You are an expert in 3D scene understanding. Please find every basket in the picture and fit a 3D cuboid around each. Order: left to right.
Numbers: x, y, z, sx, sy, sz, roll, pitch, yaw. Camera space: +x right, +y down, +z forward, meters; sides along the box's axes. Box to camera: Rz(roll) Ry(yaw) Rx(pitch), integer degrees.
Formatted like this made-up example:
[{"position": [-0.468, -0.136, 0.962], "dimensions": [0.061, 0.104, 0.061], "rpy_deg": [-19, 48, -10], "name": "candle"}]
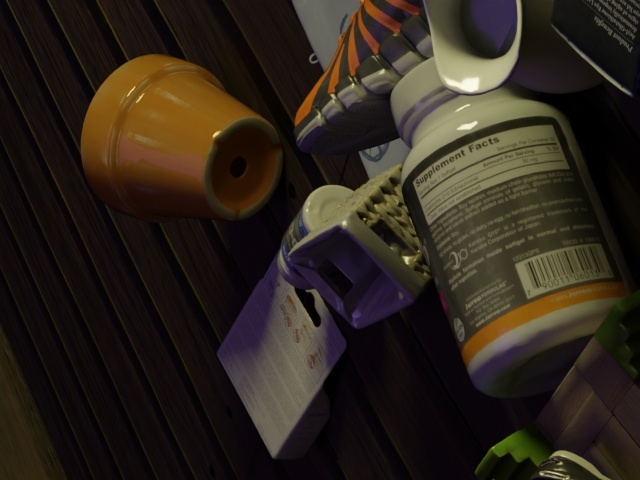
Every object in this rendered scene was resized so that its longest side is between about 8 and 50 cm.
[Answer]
[{"position": [0.059, 0.006, 1.827], "dimensions": [0.113, 0.103, 0.167], "rpy_deg": [46, 157, -6], "name": "basket"}]

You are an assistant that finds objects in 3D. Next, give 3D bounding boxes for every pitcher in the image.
[{"position": [0.156, -0.198, 1.381], "dimensions": [0.125, 0.207, 0.178], "rpy_deg": [-23, 81, 38], "name": "pitcher"}]

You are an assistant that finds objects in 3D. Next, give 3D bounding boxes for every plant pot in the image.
[{"position": [-0.152, -0.109, 2.176], "dimensions": [0.188, 0.205, 0.205], "rpy_deg": [20, 123, 43], "name": "plant pot"}]

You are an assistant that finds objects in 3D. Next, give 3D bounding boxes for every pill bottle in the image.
[{"position": [0.000, 0.000, 2.020], "dimensions": [0.078, 0.078, 0.137], "rpy_deg": [67, 155, 18], "name": "pill bottle"}, {"position": [0.162, -0.020, 1.535], "dimensions": [0.162, 0.162, 0.278], "rpy_deg": [119, 137, -58], "name": "pill bottle"}]

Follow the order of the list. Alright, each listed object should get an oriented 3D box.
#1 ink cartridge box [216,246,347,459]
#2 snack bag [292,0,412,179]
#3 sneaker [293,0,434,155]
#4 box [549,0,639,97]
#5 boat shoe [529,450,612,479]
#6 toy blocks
[{"position": [-0.034, 0.135, 2.236], "dimensions": [0.225, 0.056, 0.181], "rpy_deg": [-57, 49, 35], "name": "ink cartridge box"}, {"position": [0.055, -0.251, 1.804], "dimensions": [0.342, 0.037, 0.323], "rpy_deg": [66, 154, 18], "name": "snack bag"}, {"position": [0.072, -0.218, 1.620], "dimensions": [0.321, 0.124, 0.180], "rpy_deg": [-39, 63, 35], "name": "sneaker"}, {"position": [0.260, -0.220, 1.226], "dimensions": [0.108, 0.153, 0.207], "rpy_deg": [51, 148, 42], "name": "box"}, {"position": [0.215, 0.199, 1.354], "dimensions": [0.125, 0.038, 0.046], "rpy_deg": [29, 130, 29], "name": "boat shoe"}, {"position": [0.285, 0.224, 1.445], "dimensions": [0.261, 0.190, 0.381], "rpy_deg": [52, 149, 20], "name": "toy blocks"}]
